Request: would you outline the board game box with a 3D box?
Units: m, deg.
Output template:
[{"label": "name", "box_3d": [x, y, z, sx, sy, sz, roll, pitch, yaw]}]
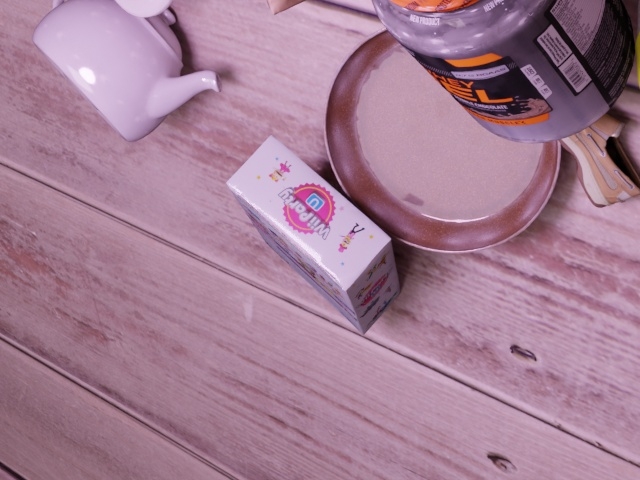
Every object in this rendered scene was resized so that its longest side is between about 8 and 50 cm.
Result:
[{"label": "board game box", "box_3d": [0.000, 0.000, 1.801, 0.224, 0.097, 0.303, 42, 174, 14]}]

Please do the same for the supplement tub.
[{"label": "supplement tub", "box_3d": [0.179, -0.244, 1.284, 0.207, 0.207, 0.338, 26, 177, 33]}]

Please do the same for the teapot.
[{"label": "teapot", "box_3d": [-0.303, -0.291, 1.948, 0.256, 0.187, 0.252, 47, 175, -20]}]

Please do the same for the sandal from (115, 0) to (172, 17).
[{"label": "sandal", "box_3d": [-0.269, -0.524, 1.788, 0.169, 0.102, 0.416, -13, 97, 37]}]

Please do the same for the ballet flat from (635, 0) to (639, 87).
[{"label": "ballet flat", "box_3d": [0.368, -0.252, 1.322, 0.077, 0.077, 0.231, 53, 148, 39]}]

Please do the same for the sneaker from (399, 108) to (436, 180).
[{"label": "sneaker", "box_3d": [0.143, -0.133, 1.670, 0.077, 0.072, 0.178, -5, 121, 39]}]

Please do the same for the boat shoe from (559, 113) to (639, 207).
[{"label": "boat shoe", "box_3d": [0.321, -0.129, 1.484, 0.072, 0.068, 0.190, -14, 118, 40]}]

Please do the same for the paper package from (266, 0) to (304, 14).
[{"label": "paper package", "box_3d": [-0.039, -0.460, 1.357, 0.309, 0.168, 0.325, -104, -3, -53]}]

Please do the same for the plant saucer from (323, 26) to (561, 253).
[{"label": "plant saucer", "box_3d": [0.154, -0.134, 1.603, 0.310, 0.050, 0.311, 11, 120, 21]}]
